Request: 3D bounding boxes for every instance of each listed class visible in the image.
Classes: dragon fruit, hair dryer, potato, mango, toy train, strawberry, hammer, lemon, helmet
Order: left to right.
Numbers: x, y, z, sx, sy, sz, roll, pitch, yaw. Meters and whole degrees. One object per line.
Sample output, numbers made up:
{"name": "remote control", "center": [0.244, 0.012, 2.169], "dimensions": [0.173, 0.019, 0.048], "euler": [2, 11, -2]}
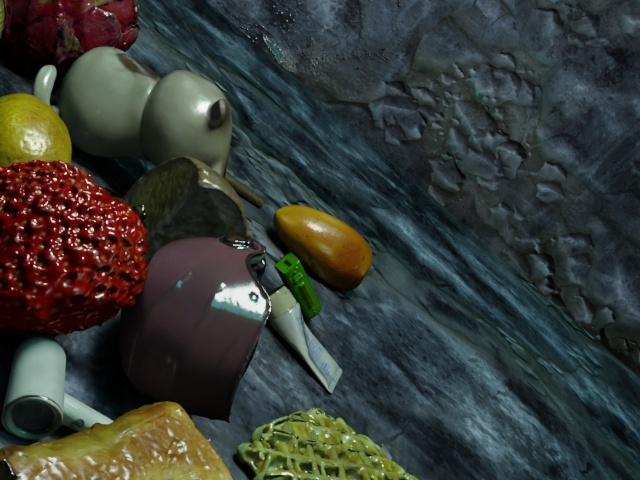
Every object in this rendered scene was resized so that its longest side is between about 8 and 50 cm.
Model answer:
{"name": "lemon", "center": [-0.484, -0.142, 1.524], "dimensions": [0.170, 0.170, 0.207], "euler": [30, 29, -34]}
{"name": "strawberry", "center": [-0.384, 0.014, 1.279], "dimensions": [0.261, 0.261, 0.258], "euler": [50, 11, 17]}
{"name": "dragon fruit", "center": [-0.532, -0.486, 1.928], "dimensions": [0.329, 0.329, 0.329], "euler": [38, 20, -17]}
{"name": "hair dryer", "center": [-0.306, 0.230, 1.255], "dimensions": [0.236, 0.073, 0.131], "euler": [36, 19, -27]}
{"name": "helmet", "center": [-0.205, 0.117, 1.435], "dimensions": [0.197, 0.270, 0.338], "euler": [12, 26, -17]}
{"name": "potato", "center": [-0.219, -0.052, 1.728], "dimensions": [0.211, 0.264, 0.189], "euler": [25, 36, -30]}
{"name": "hammer", "center": [-0.271, -0.179, 2.198], "dimensions": [0.365, 0.043, 0.111], "euler": [33, 22, -30]}
{"name": "toy train", "center": [-0.036, 0.108, 1.923], "dimensions": [0.042, 0.044, 0.209], "euler": [39, -17, 39]}
{"name": "mango", "center": [0.000, 0.000, 2.215], "dimensions": [0.257, 0.138, 0.187], "euler": [34, 9, -41]}

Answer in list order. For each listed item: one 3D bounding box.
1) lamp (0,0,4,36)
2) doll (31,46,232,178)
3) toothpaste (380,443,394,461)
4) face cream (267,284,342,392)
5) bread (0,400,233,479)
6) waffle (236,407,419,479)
{"name": "lamp", "center": [-0.641, -0.408, 1.586], "dimensions": [0.250, 0.284, 0.250], "euler": [42, 21, -20]}
{"name": "doll", "center": [-0.337, -0.241, 1.818], "dimensions": [0.371, 0.214, 0.226], "euler": [13, 28, 7]}
{"name": "toothpaste", "center": [0.110, 0.454, 1.633], "dimensions": [0.075, 0.048, 0.301], "euler": [37, 19, -1]}
{"name": "face cream", "center": [-0.035, 0.197, 1.879], "dimensions": [0.224, 0.070, 0.114], "euler": [55, 19, -5]}
{"name": "bread", "center": [-0.253, 0.302, 1.085], "dimensions": [0.195, 0.149, 0.344], "euler": [49, 22, 17]}
{"name": "waffle", "center": [0.029, 0.380, 1.523], "dimensions": [0.297, 0.073, 0.317], "euler": [38, 25, 19]}
